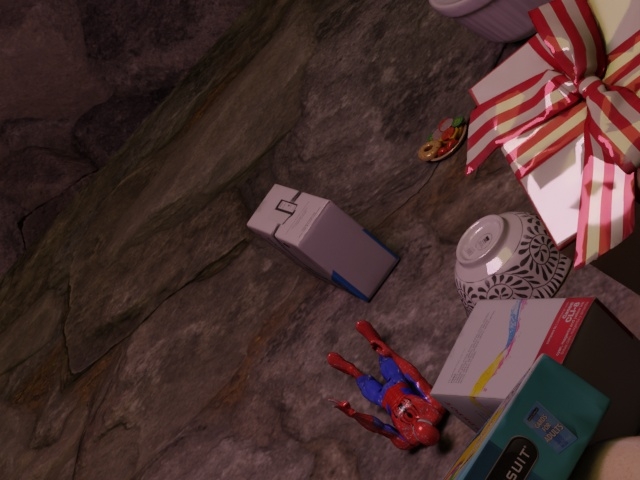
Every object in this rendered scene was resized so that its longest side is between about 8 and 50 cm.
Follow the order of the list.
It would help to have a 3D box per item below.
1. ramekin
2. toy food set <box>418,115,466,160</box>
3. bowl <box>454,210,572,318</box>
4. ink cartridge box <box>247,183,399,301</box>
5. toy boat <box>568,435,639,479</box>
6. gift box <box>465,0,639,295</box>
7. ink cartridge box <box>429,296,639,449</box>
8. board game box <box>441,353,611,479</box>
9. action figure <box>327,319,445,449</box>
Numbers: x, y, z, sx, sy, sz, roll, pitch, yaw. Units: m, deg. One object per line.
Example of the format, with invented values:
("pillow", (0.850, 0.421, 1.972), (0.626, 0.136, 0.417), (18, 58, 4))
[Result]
("ramekin", (0.300, -0.423, 1.845), (0.273, 0.127, 0.273), (-41, 26, 25))
("toy food set", (0.189, -0.155, 1.844), (0.083, 0.020, 0.083), (-11, 45, 54))
("bowl", (0.219, 0.020, 1.484), (0.170, 0.080, 0.170), (-38, 27, 23))
("ink cartridge box", (0.000, 0.000, 1.788), (0.086, 0.148, 0.203), (-55, 25, -7))
("toy boat", (0.328, 0.208, 1.003), (0.318, 0.148, 0.267), (-60, 21, -4))
("gift box", (0.311, -0.090, 1.215), (0.276, 0.258, 0.255), (-42, 50, 18))
("ink cartridge box", (0.229, 0.143, 1.239), (0.176, 0.128, 0.127), (-5, 50, 56))
("board game box", (0.106, 0.288, 1.062), (0.336, 0.079, 0.254), (-47, -12, -38))
("action figure", (0.061, 0.165, 1.484), (0.091, 0.139, 0.280), (-50, 27, 2))
